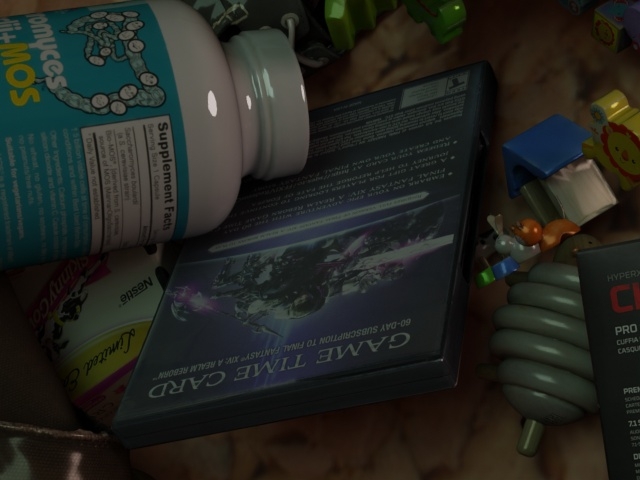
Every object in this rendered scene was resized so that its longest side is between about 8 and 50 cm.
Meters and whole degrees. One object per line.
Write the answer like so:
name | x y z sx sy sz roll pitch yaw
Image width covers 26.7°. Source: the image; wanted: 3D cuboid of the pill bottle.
pill bottle | -0.145 -0.063 0.793 0.264 0.146 0.146 -11 62 -17

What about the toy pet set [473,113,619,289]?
toy pet set | 0.113 -0.023 0.782 0.114 0.122 0.065 -30 87 -16

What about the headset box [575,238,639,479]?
headset box | 0.253 0.102 0.635 0.218 0.110 0.293 -11 78 28

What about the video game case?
video game case | 0.000 0.000 0.796 0.196 0.026 0.274 -14 36 23

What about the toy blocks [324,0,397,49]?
toy blocks | 0.141 -0.301 0.755 0.261 0.191 0.381 1 76 8

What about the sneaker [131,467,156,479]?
sneaker | -0.205 0.172 0.876 0.192 0.086 0.064 -4 70 24

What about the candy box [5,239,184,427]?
candy box | -0.175 0.008 0.920 0.159 0.071 0.233 -36 63 16

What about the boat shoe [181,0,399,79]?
boat shoe | 0.016 -0.189 0.891 0.335 0.112 0.095 -47 55 -1

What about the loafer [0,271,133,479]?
loafer | -0.243 0.059 0.823 0.366 0.134 0.130 25 93 34

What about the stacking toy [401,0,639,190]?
stacking toy | 0.173 -0.141 0.796 0.167 0.052 0.221 -33 57 -19

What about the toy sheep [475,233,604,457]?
toy sheep | 0.135 0.059 0.762 0.091 0.091 0.132 11 80 28
